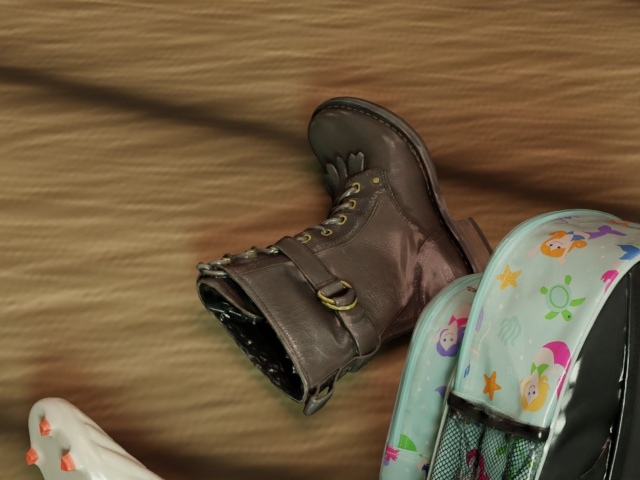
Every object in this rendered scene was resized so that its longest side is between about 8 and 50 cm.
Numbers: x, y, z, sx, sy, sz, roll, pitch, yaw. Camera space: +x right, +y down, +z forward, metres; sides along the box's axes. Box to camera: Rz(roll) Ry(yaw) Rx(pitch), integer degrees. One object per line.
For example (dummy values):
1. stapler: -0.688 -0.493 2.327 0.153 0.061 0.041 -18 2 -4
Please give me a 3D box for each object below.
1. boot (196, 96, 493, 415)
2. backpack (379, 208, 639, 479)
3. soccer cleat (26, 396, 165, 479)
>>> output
1. boot: 0.000 0.000 1.189 0.229 0.091 0.263 -18 56 -33
2. backpack: 0.169 0.105 0.999 0.225 0.253 0.191 1 18 -45
3. soccer cleat: -0.120 0.178 0.991 0.076 0.068 0.196 -24 64 -41
